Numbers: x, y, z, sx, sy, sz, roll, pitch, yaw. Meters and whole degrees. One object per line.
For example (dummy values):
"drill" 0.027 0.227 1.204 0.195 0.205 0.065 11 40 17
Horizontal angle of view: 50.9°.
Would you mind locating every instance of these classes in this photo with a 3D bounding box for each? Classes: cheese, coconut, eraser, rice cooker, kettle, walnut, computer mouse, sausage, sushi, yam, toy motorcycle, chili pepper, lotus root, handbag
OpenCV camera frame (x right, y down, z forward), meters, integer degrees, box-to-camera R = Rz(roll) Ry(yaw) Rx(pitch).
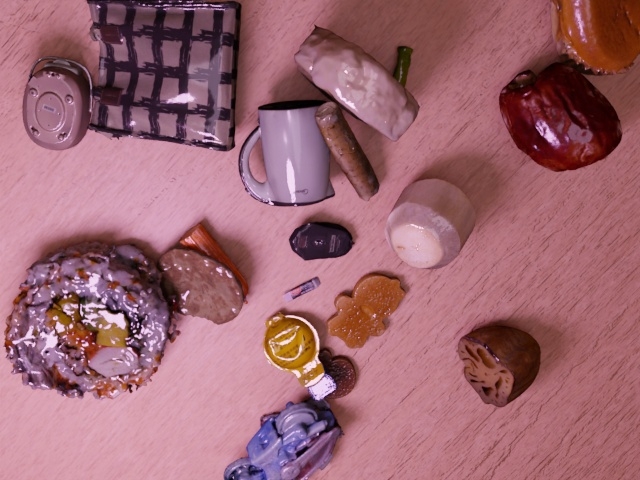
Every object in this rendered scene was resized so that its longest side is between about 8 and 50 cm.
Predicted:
"cheese" 0.069 -0.341 1.462 0.115 0.326 0.318 -54 142 7
"coconut" 0.268 -0.047 1.628 0.202 0.222 0.202 19 134 21
"eraser" -0.048 0.127 1.731 0.099 0.019 0.027 -26 107 3
"rice cooker" -0.587 -0.301 1.501 0.145 0.127 0.206 10 113 -9
"kettle" -0.082 -0.196 1.565 0.221 0.161 0.236 -7 109 -7
"walnut" 0.573 -0.301 1.589 0.244 0.221 0.269 -39 99 -27
"computer mouse" 0.000 0.000 1.684 0.172 0.057 0.099 4 104 -19
"sausage" -0.252 0.069 1.667 0.071 0.071 0.234 -35 107 4
"sushi" -0.540 0.198 1.618 0.417 0.176 0.418 -2 106 -5
"yam" 0.066 -0.199 1.551 0.071 0.067 0.317 -46 141 -9
"cheese" -0.055 0.299 1.733 0.156 0.064 0.250 -35 87 13
"toy motorcycle" -0.079 0.565 1.764 0.241 0.182 0.319 42 102 -14
"chili pepper" 0.171 -0.363 1.601 0.050 0.052 0.202 18 104 -25
"lotus root" 0.483 0.308 1.782 0.180 0.199 0.188 -30 150 -27
"handbag" -0.342 -0.374 1.490 0.327 0.162 0.325 5 103 -1

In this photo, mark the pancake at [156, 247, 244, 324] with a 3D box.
"pancake" -0.294 0.111 1.645 0.236 0.042 0.222 -7 114 29

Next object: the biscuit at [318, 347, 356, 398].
"biscuit" 0.018 0.350 1.797 0.175 0.026 0.124 39 97 -15

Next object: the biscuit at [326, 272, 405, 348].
"biscuit" 0.118 0.175 1.754 0.166 0.036 0.225 35 97 -15

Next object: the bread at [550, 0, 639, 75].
"bread" 0.630 -0.561 1.524 0.236 0.183 0.389 -21 107 -2
